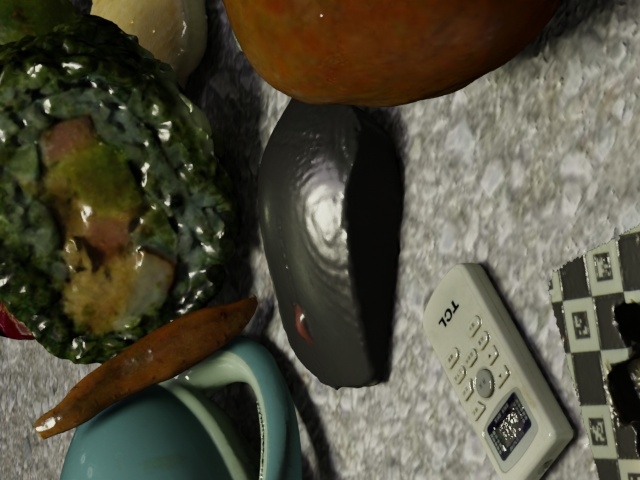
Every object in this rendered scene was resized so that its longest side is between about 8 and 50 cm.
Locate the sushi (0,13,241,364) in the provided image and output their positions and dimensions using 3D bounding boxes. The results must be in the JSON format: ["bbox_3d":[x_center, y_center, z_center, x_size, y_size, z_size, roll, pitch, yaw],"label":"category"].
[{"bbox_3d":[-0.246,-0.060,1.617,0.352,0.294,0.178,56,-178,-23],"label":"sushi"}]

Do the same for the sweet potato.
[{"bbox_3d":[-0.179,0.128,1.574,0.057,0.264,0.057,59,176,7],"label":"sweet potato"}]

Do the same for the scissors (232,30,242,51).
[{"bbox_3d":[-0.111,-0.381,1.612,0.256,0.029,0.383,-38,63,34],"label":"scissors"}]

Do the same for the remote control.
[{"bbox_3d":[0.140,0.108,1.245,0.087,0.029,0.190,-61,42,41],"label":"remote control"}]

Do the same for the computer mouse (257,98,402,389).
[{"bbox_3d":[-0.004,0.000,1.429,0.168,0.087,0.295,13,105,56],"label":"computer mouse"}]

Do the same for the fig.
[{"bbox_3d":[-0.378,-0.200,1.993,0.206,0.206,0.275,-40,72,54],"label":"fig"}]

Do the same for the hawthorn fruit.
[{"bbox_3d":[0.063,-0.229,1.125,0.301,0.267,0.268,-15,78,57],"label":"hawthorn fruit"}]

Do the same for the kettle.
[{"bbox_3d":[-0.137,0.262,1.577,0.319,0.247,0.342,-43,38,15],"label":"kettle"}]

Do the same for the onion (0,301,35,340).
[{"bbox_3d":[-0.366,0.033,2.023,0.218,0.140,0.195,-24,-66,-83],"label":"onion"}]

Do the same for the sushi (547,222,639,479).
[{"bbox_3d":[0.244,0.096,1.059,0.193,0.040,0.210,143,117,-63],"label":"sushi"}]

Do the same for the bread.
[{"bbox_3d":[-0.202,-0.281,1.785,0.316,0.054,0.316,3,93,59],"label":"bread"}]
